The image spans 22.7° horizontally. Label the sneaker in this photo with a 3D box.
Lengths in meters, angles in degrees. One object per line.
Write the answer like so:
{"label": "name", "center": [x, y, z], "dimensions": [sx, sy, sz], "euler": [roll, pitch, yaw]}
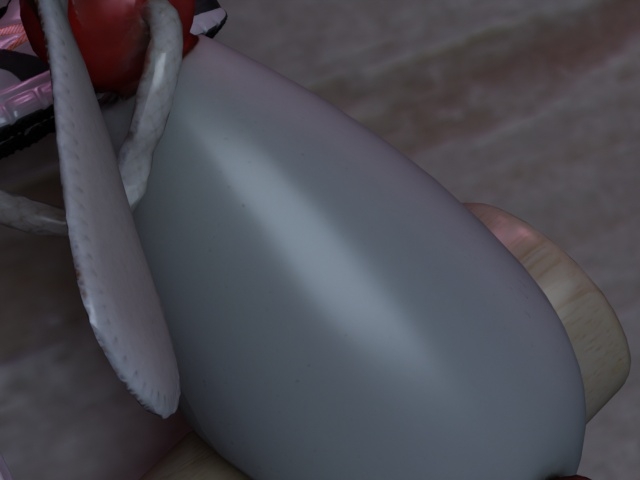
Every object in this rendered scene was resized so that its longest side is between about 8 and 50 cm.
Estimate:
{"label": "sneaker", "center": [-0.075, -0.063, 0.498], "dimensions": [0.109, 0.040, 0.043], "euler": [-28, 81, -40]}

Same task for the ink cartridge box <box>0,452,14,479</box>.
{"label": "ink cartridge box", "center": [-0.136, 0.173, 0.312], "dimensions": [0.233, 0.171, 0.168], "euler": [-24, 58, -16]}

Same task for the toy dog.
{"label": "toy dog", "center": [0.000, 0.000, 0.402], "dimensions": [0.334, 0.161, 0.220], "euler": [37, 79, -42]}
